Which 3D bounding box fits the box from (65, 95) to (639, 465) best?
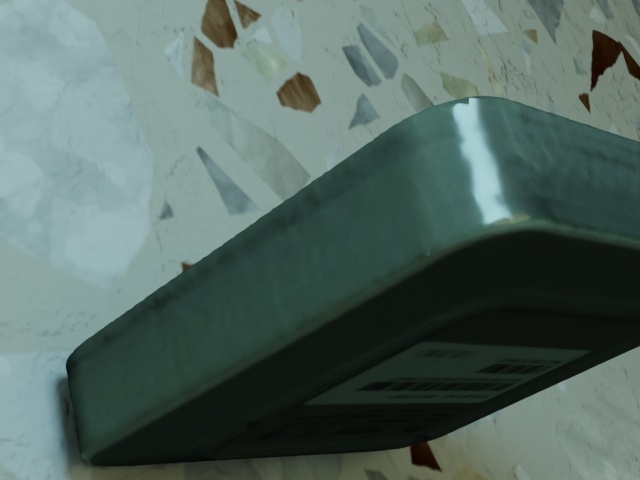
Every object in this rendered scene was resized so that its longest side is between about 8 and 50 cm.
[{"bbox_3d":[0.073,0.059,0.869,0.396,0.396,0.111,8,57,-47],"label":"box"}]
